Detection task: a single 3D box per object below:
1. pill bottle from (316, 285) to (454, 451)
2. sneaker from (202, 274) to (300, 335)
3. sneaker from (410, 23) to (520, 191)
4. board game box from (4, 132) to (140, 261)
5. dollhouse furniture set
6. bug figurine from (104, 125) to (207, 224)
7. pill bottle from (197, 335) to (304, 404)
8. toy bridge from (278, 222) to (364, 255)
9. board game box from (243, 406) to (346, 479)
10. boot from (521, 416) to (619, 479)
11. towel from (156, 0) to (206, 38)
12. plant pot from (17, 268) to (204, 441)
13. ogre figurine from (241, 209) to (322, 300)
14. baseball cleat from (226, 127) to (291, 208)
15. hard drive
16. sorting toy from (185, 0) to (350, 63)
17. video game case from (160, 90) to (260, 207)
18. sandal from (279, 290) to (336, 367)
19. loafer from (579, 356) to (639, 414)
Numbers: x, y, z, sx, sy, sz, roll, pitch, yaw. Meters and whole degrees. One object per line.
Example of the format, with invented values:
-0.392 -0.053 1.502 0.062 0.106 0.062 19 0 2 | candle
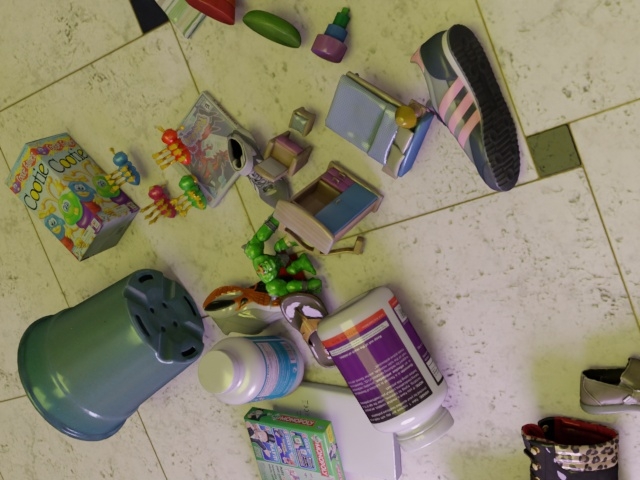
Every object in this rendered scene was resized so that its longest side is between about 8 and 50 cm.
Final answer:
0.142 0.269 1.817 0.181 0.181 0.323 -30 90 33 | pill bottle
-0.129 0.159 1.995 0.262 0.099 0.121 -6 131 22 | sneaker
0.271 -0.235 1.636 0.131 0.112 0.319 -14 98 49 | sneaker
-0.602 -0.108 2.118 0.275 0.142 0.144 45 122 8 | board game box
0.018 -0.185 1.684 0.286 0.198 0.303 35 133 14 | dollhouse furniture set
-0.363 -0.146 1.995 0.279 0.072 0.216 -14 113 41 | bug figurine
-0.157 0.283 1.921 0.146 0.264 0.146 -3 83 28 | pill bottle
0.000 0.000 1.858 0.188 0.026 0.063 18 117 -1 | toy bridge
-0.047 0.541 2.050 0.213 0.046 0.317 4 122 27 | board game box
0.433 0.504 1.763 0.377 0.138 0.284 0 108 25 | boot
-0.306 -0.527 1.884 0.152 0.023 0.113 50 122 5 | towel
-0.478 0.252 2.083 0.334 0.341 0.341 -34 89 25 | plant pot
-0.089 0.047 1.912 0.118 0.097 0.197 -30 106 -2 | ogre figurine
-0.140 -0.139 1.857 0.072 0.109 0.206 -30 103 24 | baseball cleat
0.034 0.432 2.015 0.307 0.040 0.203 4 109 27 | hard drive
-0.098 -0.477 1.759 0.365 0.127 0.126 23 89 16 | sorting toy
-0.251 -0.202 1.965 0.183 0.023 0.201 46 122 7 | video game case
-0.013 0.201 1.907 0.090 0.060 0.219 -24 115 3 | sandal
0.595 0.266 1.620 0.251 0.094 0.087 -15 103 32 | loafer
